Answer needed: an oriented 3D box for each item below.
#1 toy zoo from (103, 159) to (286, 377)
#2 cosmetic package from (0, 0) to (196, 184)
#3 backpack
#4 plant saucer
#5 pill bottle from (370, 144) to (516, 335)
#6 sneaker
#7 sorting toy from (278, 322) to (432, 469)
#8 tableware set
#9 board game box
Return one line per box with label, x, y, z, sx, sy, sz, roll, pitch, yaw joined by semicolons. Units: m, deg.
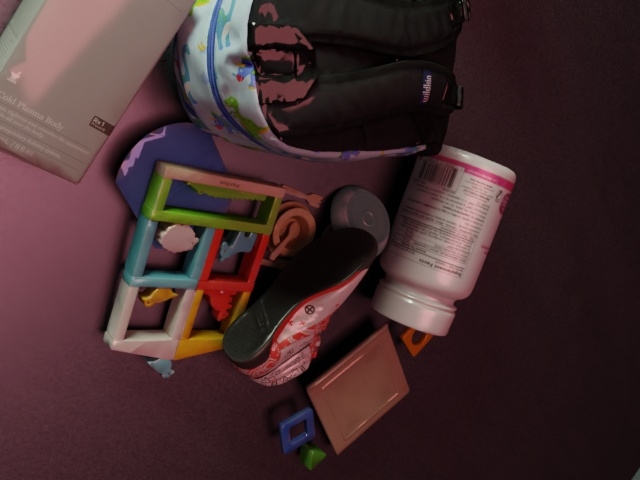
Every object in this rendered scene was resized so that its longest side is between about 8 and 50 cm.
toy zoo;-0.170;0.049;0.870;0.192;0.030;0.293;6;109;-44
cosmetic package;-0.250;-0.195;0.672;0.127;0.107;0.238;27;103;-39
backpack;-0.001;-0.222;0.793;0.355;0.273;0.290;-32;128;-53
plant saucer;0.068;-0.032;1.008;0.119;0.021;0.119;13;68;-35
pill bottle;0.192;-0.001;1.060;0.160;0.160;0.283;16;98;-40
sneaker;-0.018;0.103;0.971;0.270;0.090;0.145;-42;149;-13
sorting toy;0.064;0.253;1.138;0.347;0.047;0.196;-35;128;-22
tableware set;0.000;0.000;0.995;0.194;0.039;0.128;16;97;-40
board game box;-0.186;-0.073;0.833;0.133;0.033;0.169;-38;134;-20
